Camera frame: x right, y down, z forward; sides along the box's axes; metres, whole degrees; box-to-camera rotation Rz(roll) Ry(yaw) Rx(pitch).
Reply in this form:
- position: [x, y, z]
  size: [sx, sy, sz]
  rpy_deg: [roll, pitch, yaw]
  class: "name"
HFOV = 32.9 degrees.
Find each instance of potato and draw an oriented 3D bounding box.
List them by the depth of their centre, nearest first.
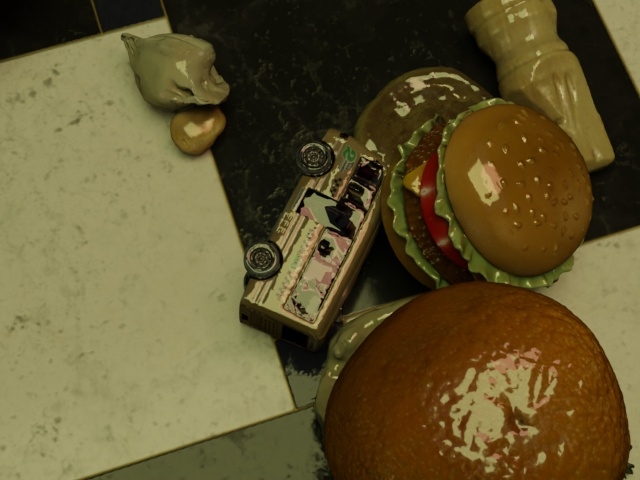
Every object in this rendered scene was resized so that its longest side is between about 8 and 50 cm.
- position: [-0.180, -0.167, 1.604]
  size: [0.083, 0.062, 0.068]
  rpy_deg: [-35, 100, 4]
  class: "potato"

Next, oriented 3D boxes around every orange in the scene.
- position: [0.164, 0.207, 1.189]
  size: [0.322, 0.357, 0.322]
  rpy_deg: [2, 81, -13]
  class: "orange"

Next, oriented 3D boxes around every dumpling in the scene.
- position: [-0.208, -0.256, 1.612]
  size: [0.199, 0.118, 0.136]
  rpy_deg: [40, 35, 18]
  class: "dumpling"

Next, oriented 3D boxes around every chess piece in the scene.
- position: [0.334, -0.233, 1.624]
  size: [0.137, 0.137, 0.301]
  rpy_deg: [-21, 80, -10]
  class: "chess piece"

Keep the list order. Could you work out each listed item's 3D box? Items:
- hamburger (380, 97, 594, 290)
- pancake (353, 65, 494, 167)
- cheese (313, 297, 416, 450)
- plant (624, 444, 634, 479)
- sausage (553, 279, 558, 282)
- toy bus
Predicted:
- position: [0.234, -0.057, 1.433]
  size: [0.274, 0.212, 0.274]
  rpy_deg: [11, 70, -32]
  class: "hamburger"
- position: [0.170, -0.164, 1.618]
  size: [0.242, 0.050, 0.242]
  rpy_deg: [1, 68, -2]
  class: "pancake"
- position: [0.141, 0.236, 1.427]
  size: [0.318, 0.115, 0.326]
  rpy_deg: [22, 69, 6]
  class: "cheese"
- position: [0.388, 0.273, 1.457]
  size: [0.051, 0.051, 0.102]
  rpy_deg: [-41, 86, -15]
  class: "plant"
- position: [0.320, 0.024, 1.558]
  size: [0.034, 0.034, 0.083]
  rpy_deg: [-6, 68, -4]
  class: "sausage"
- position: [0.000, 0.000, 1.503]
  size: [0.157, 0.139, 0.289]
  rpy_deg: [25, 71, 4]
  class: "toy bus"
